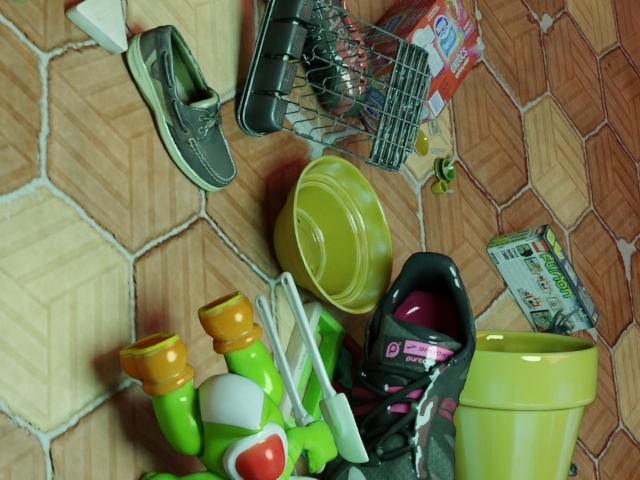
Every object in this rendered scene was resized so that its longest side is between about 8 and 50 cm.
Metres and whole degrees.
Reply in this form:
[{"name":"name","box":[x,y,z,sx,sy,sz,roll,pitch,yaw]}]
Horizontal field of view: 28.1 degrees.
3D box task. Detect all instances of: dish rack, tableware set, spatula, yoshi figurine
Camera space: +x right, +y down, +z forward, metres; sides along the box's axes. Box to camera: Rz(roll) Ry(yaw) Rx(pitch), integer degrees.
[{"name":"dish rack","box":[0.032,-0.213,1.766,0.272,0.074,0.208,17,87,-36]},{"name":"tableware set","box":[0.186,-0.150,2.089,0.104,0.024,0.154,-1,79,-53]},{"name":"spatula","box":[-0.043,0.171,1.544,0.019,0.168,0.242,-16,82,-44]},{"name":"yoshi figurine","box":[-0.079,0.249,1.437,0.362,0.204,0.203,63,29,-4]}]

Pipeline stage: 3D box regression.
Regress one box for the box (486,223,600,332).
[{"name":"box","box":[0.384,0.073,2.192,0.207,0.114,0.036,57,39,-23]}]

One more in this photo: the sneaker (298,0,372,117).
[{"name":"sneaker","box":[-0.008,-0.306,1.828,0.135,0.098,0.276,-17,99,-41]}]

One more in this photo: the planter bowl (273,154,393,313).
[{"name":"planter bowl","box":[0.000,0.000,1.723,0.217,0.090,0.217,23,60,-48]}]

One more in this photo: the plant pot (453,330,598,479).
[{"name":"plant pot","box":[0.277,0.265,1.886,0.254,0.254,0.239,-2,94,-54]}]

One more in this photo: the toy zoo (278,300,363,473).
[{"name":"toy zoo","box":[0.046,0.245,1.743,0.293,0.030,0.192,47,44,-32]}]

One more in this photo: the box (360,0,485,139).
[{"name":"box","box":[0.145,-0.283,1.999,0.128,0.123,0.257,59,38,-20]}]

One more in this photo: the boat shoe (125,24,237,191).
[{"name":"boat shoe","box":[-0.161,-0.163,1.584,0.223,0.073,0.080,62,38,-16]}]

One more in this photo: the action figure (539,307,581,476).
[{"name":"action figure","box":[0.361,0.243,2.080,0.164,0.141,0.275,2,91,-51]}]

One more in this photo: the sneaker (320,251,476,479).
[{"name":"sneaker","box":[0.097,0.206,1.607,0.202,0.185,0.482,85,12,-45]}]

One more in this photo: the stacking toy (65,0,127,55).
[{"name":"stacking toy","box":[-0.267,-0.395,1.482,0.309,0.130,0.279,28,55,-45]}]
